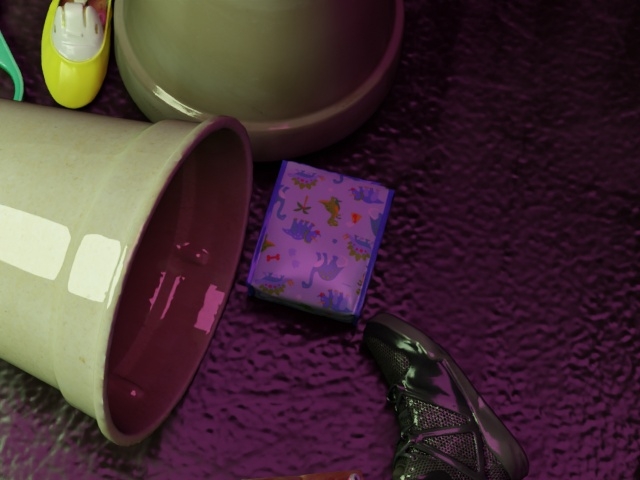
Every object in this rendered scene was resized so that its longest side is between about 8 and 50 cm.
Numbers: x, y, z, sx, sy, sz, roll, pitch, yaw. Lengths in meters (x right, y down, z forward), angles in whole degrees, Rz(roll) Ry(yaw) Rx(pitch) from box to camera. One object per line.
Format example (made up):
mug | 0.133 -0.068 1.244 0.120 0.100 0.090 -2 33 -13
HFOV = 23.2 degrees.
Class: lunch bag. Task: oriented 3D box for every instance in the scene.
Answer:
lunch bag | 0.000 0.000 1.652 0.129 0.096 0.151 15 81 1

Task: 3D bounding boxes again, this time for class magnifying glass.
magnifying glass | -0.373 -0.226 1.732 0.092 0.026 0.231 0 72 -4

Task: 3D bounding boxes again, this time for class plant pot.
plant pot | -0.065 -0.286 1.620 0.323 0.280 0.323 1 64 -1
plant pot | -0.271 -0.003 1.540 0.305 0.334 0.334 18 72 13

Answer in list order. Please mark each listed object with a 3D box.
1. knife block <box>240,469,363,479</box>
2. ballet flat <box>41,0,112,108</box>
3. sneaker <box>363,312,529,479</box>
knife block | -0.109 0.309 1.564 0.275 0.242 0.088 5 66 -51
ballet flat | -0.264 -0.263 1.724 0.077 0.077 0.231 9 72 -2
sneaker | 0.099 0.186 1.605 0.130 0.087 0.227 -35 84 -20
